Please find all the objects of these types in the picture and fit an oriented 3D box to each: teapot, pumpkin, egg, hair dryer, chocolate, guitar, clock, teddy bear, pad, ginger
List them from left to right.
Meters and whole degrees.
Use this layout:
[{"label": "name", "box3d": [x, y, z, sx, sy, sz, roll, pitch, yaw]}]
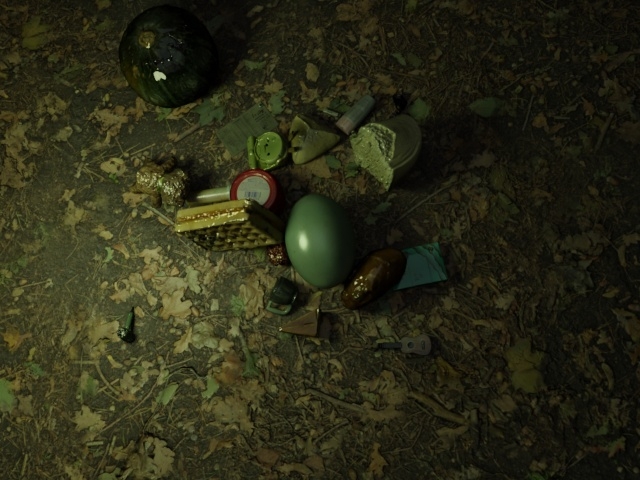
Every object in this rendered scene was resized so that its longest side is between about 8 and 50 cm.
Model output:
[{"label": "hair dryer", "box3d": [-0.805, 0.347, 1.915, 0.048, 0.071, 0.150, 3, 61, 5]}, {"label": "teddy bear", "box3d": [-0.688, -0.255, 1.988, 0.223, 0.296, 0.246, 25, 84, -24]}, {"label": "pumpkin", "box3d": [-0.683, -0.823, 2.044, 0.455, 0.344, 0.453, -3, 74, 11]}, {"label": "pad", "box3d": [-0.341, -0.519, 2.106, 0.265, 0.009, 0.159, -36, 76, -4]}, {"label": "clock", "box3d": [-0.209, -0.405, 2.005, 0.232, 0.069, 0.169, -14, 73, 20]}, {"label": "teapot", "box3d": [-0.150, 0.230, 1.851, 0.108, 0.111, 0.149, 26, 74, -3]}, {"label": "egg", "box3d": [0.000, 0.000, 1.804, 0.276, 0.276, 0.388, -13, 75, 2]}, {"label": "ginger", "box3d": [0.197, 0.147, 1.780, 0.321, 0.172, 0.165, -41, 71, 6]}, {"label": "guitar", "box3d": [0.298, 0.414, 1.793, 0.271, 0.038, 0.083, -2, 75, 3]}, {"label": "chocolate", "box3d": [0.347, -0.587, 2.028, 0.072, 0.070, 0.147, 19, 78, -18]}]

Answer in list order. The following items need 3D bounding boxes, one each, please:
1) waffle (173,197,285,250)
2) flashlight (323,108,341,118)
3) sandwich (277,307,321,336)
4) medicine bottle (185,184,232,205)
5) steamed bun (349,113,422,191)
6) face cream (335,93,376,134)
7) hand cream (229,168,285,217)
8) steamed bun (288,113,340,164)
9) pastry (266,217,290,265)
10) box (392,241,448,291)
[{"label": "waffle", "box3d": [-0.364, -0.054, 1.811, 0.377, 0.261, 0.113, -6, 68, 26]}, {"label": "flashlight", "box3d": [0.055, -0.579, 2.076, 0.083, 0.018, 0.018, 22, 80, 11]}, {"label": "sandwich", "box3d": [-0.083, 0.323, 1.836, 0.164, 0.079, 0.113, 6, 75, 9]}, {"label": "medicine bottle", "box3d": [-0.484, -0.197, 2.010, 0.218, 0.074, 0.073, -7, 75, 6]}, {"label": "steamed bun", "box3d": [0.283, -0.345, 1.875, 0.274, 0.290, 0.272, -22, 89, -7]}, {"label": "face cream", "box3d": [0.163, -0.566, 2.043, 0.084, 0.057, 0.198, 43, 86, 14]}, {"label": "hand cream", "box3d": [-0.268, -0.184, 1.945, 0.231, 0.149, 0.230, -1, 78, 7]}, {"label": "steamed bun", "box3d": [-0.061, -0.471, 2.016, 0.231, 0.110, 0.212, -34, 75, -6]}, {"label": "pastry", "box3d": [-0.164, 0.005, 1.905, 0.097, 0.115, 0.208, -14, 72, 38]}, {"label": "box", "box3d": [0.388, 0.108, 1.859, 0.227, 0.042, 0.160, -12, 76, 4]}]
